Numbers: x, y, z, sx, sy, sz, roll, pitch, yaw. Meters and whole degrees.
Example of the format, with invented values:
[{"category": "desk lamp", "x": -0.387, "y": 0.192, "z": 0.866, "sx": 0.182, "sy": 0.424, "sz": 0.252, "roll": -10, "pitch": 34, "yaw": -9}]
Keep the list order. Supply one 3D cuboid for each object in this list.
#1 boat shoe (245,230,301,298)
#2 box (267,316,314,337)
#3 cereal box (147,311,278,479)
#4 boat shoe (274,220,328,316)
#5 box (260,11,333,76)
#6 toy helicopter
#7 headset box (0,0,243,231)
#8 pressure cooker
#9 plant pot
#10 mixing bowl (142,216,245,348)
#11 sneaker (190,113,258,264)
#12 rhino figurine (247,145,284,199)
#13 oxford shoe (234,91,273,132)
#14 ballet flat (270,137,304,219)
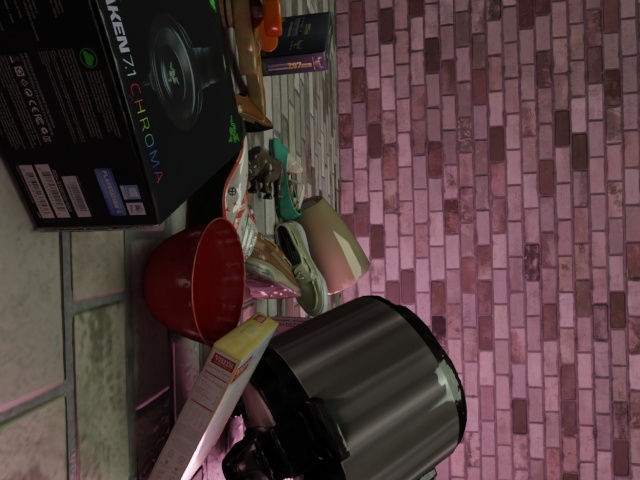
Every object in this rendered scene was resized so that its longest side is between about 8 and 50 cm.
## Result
[{"category": "boat shoe", "x": -0.116, "y": 0.063, "z": 0.945, "sx": 0.324, "sy": 0.123, "sz": 0.116, "roll": 68, "pitch": 20, "yaw": -69}, {"category": "box", "x": -0.052, "y": 0.260, "z": 1.154, "sx": 0.290, "sy": 0.169, "sz": 0.087, "roll": 53, "pitch": 39, "yaw": -76}, {"category": "cereal box", "x": -0.151, "y": 0.231, "z": 0.591, "sx": 0.240, "sy": 0.047, "sz": 0.173, "roll": -63, "pitch": 173, "yaw": 7}, {"category": "boat shoe", "x": -0.068, "y": 0.087, "z": 1.218, "sx": 0.094, "sy": 0.109, "sz": 0.302, "roll": -6, "pitch": 74, "yaw": -64}, {"category": "box", "x": -0.064, "y": -0.551, "z": 1.145, "sx": 0.059, "sy": 0.184, "sz": 0.232, "roll": 77, "pitch": 16, "yaw": -52}, {"category": "toy helicopter", "x": -0.152, "y": -0.419, "z": 0.883, "sx": 0.355, "sy": 0.140, "sz": 0.234, "roll": 94, "pitch": -9, "yaw": -59}, {"category": "headset box", "x": -0.197, "y": -0.180, "z": 0.441, "sx": 0.283, "sy": 0.131, "sz": 0.246, "roll": -75, "pitch": 162, "yaw": -62}, {"category": "pressure cooker", "x": 0.011, "y": 0.338, "z": 0.798, "sx": 0.376, "sy": 0.421, "sz": 0.369, "roll": 31, "pitch": -46, "yaw": 52}, {"category": "plant pot", "x": 0.000, "y": 0.000, "z": 1.365, "sx": 0.256, "sy": 0.257, "sz": 0.273, "roll": -71, "pitch": 142, "yaw": -65}, {"category": "mixing bowl", "x": -0.183, "y": 0.057, "z": 0.582, "sx": 0.181, "sy": 0.098, "sz": 0.181, "roll": 0, "pitch": 90, "yaw": -81}, {"category": "sneaker", "x": -0.167, "y": -0.082, "z": 0.746, "sx": 0.145, "sy": 0.090, "sz": 0.269, "roll": 46, "pitch": 47, "yaw": -78}, {"category": "rhino figurine", "x": -0.141, "y": -0.163, "z": 0.962, "sx": 0.243, "sy": 0.073, "sz": 0.106, "roll": 12, "pitch": 80, "yaw": -79}, {"category": "oxford shoe", "x": -0.155, "y": -0.279, "z": 0.897, "sx": 0.212, "sy": 0.076, "sz": 0.075, "roll": -24, "pitch": 106, "yaw": -79}, {"category": "ballet flat", "x": -0.091, "y": -0.182, "z": 1.217, "sx": 0.083, "sy": 0.087, "sz": 0.247, "roll": -65, "pitch": 152, "yaw": -69}]
